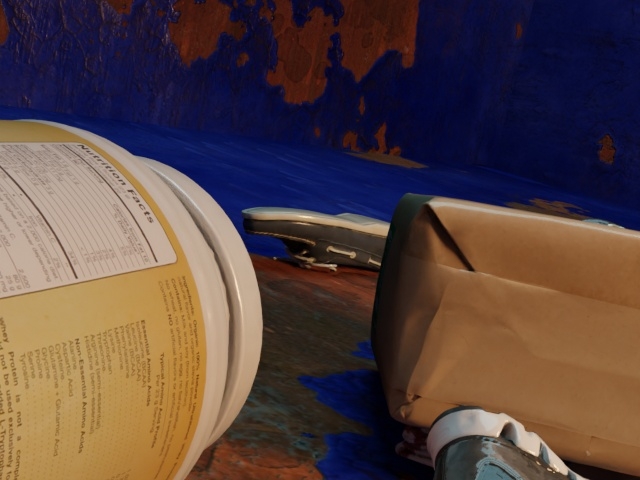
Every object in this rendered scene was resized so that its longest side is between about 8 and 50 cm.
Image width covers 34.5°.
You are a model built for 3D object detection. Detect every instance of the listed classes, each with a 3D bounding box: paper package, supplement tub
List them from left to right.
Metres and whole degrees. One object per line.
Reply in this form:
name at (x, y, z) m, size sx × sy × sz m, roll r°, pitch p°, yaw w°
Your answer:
supplement tub at (-0.184, 0.057, 0.478) m, size 0.228 × 0.228 × 0.316 m, roll 17°, pitch 11°, yaw 22°
paper package at (0.201, 0.066, 0.841) m, size 0.310 × 0.168 × 0.325 m, roll 12°, pitch 4°, yaw 1°

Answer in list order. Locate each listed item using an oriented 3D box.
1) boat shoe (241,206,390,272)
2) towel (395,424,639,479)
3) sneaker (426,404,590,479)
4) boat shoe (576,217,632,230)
boat shoe at (0.000, 0.000, 1.392) m, size 0.254 × 0.079 × 0.095 m, roll 6°, pitch 10°, yaw -43°
towel at (0.247, 0.180, 0.793) m, size 0.329 × 0.037 × 0.237 m, roll 15°, pitch 6°, yaw 23°
sneaker at (0.165, 0.189, 0.612) m, size 0.234 × 0.078 × 0.106 m, roll 26°, pitch 35°, yaw -4°
boat shoe at (0.388, 0.006, 1.346) m, size 0.137 × 0.049 × 0.043 m, roll 19°, pitch 10°, yaw 8°
